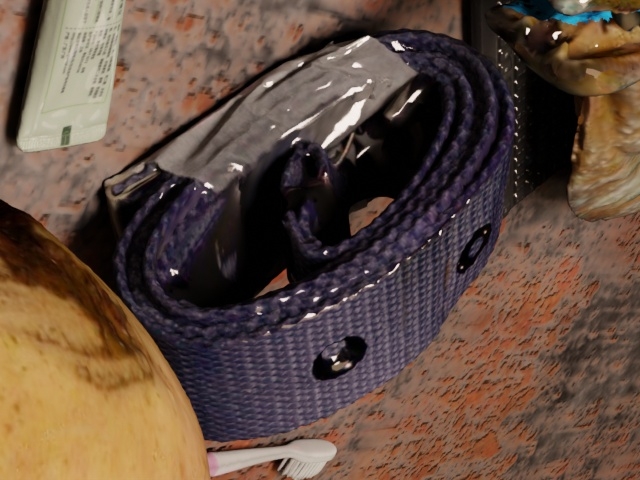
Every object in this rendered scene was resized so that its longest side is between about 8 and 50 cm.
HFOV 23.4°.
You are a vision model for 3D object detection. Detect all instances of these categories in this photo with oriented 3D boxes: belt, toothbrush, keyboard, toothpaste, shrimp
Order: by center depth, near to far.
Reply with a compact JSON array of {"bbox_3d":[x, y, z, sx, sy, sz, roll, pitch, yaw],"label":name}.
[{"bbox_3d":[-0.094,-0.122,0.641,0.048,0.029,0.197,-16,135,-40],"label":"toothpaste"},{"bbox_3d":[0.000,0.000,0.780,0.230,0.139,0.126,-40,151,-22],"label":"belt"},{"bbox_3d":[-0.080,0.133,0.902,0.286,0.020,0.025,7,121,-54],"label":"toothbrush"},{"bbox_3d":[0.126,-0.119,0.926,0.106,0.016,0.262,-37,144,-24],"label":"keyboard"},{"bbox_3d":[0.194,-0.110,0.927,0.221,0.110,0.446,-60,157,12],"label":"shrimp"}]

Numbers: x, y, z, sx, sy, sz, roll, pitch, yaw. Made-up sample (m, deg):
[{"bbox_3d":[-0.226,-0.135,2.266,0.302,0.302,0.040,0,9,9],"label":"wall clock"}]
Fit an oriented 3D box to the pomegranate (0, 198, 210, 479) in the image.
[{"bbox_3d":[-0.185,0.117,0.529,0.322,0.322,0.322,-32,142,-29],"label":"pomegranate"}]
